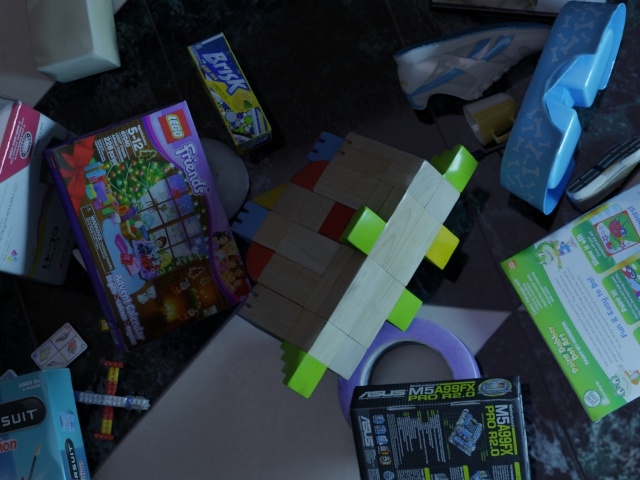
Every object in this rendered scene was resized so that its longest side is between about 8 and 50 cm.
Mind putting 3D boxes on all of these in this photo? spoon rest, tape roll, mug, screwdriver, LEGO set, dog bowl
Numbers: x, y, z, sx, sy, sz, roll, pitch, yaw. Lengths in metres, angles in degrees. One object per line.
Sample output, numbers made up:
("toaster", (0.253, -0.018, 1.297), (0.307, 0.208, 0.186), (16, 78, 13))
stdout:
("spoon rest", (-0.227, -0.040, 1.889), (0.276, 0.084, 0.137), (-38, 78, -10))
("tape roll", (0.122, 0.199, 1.772), (0.189, 0.080, 0.189), (-1, 82, 11))
("mug", (0.244, -0.167, 1.813), (0.064, 0.062, 0.078), (-28, 75, -3))
("screwdriver", (0.241, -0.127, 1.831), (0.170, 0.025, 0.024), (-19, 78, -1))
("LEGO set", (-0.361, 0.223, 1.880), (0.244, 0.060, 0.182), (-41, 80, 3))
("dog bowl", (0.321, -0.185, 1.745), (0.074, 0.166, 0.297), (21, 87, 18))

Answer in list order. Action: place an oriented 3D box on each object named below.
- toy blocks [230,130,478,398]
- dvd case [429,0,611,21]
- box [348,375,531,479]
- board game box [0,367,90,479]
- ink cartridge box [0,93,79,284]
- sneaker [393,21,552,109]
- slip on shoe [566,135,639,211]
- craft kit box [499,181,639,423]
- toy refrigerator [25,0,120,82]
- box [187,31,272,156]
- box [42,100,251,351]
("toy blocks", (0.000, 0.000, 1.756), (0.261, 0.191, 0.381), (25, 81, 43))
("dvd case", (0.290, -0.399, 1.847), (0.253, 0.022, 0.180), (7, 78, 12))
("box", (0.163, 0.310, 1.691), (0.216, 0.060, 0.270), (-6, 113, 10))
("board game box", (-0.448, 0.372, 1.841), (0.254, 0.079, 0.336), (-16, 82, 16))
("ink cartridge box", (-0.438, -0.069, 1.808), (0.131, 0.306, 0.226), (13, 85, 13))
("sneaker", (0.221, -0.248, 1.822), (0.229, 0.087, 0.092), (-14, 102, 5))
("slip on shoe", (0.398, -0.091, 1.780), (0.135, 0.051, 0.041), (-38, 116, -4))
("craft kit box", (0.407, 0.077, 1.746), (0.247, 0.061, 0.250), (-29, 77, 4))
("toy refrigerator", (-0.377, -0.382, 1.953), (0.102, 0.094, 0.269), (-14, 79, 16))
("box", (-0.131, -0.211, 1.890), (0.059, 0.054, 0.169), (-25, 78, -8))
("box", (-0.232, -0.021, 1.788), (0.201, 0.057, 0.293), (-24, 103, -23))
